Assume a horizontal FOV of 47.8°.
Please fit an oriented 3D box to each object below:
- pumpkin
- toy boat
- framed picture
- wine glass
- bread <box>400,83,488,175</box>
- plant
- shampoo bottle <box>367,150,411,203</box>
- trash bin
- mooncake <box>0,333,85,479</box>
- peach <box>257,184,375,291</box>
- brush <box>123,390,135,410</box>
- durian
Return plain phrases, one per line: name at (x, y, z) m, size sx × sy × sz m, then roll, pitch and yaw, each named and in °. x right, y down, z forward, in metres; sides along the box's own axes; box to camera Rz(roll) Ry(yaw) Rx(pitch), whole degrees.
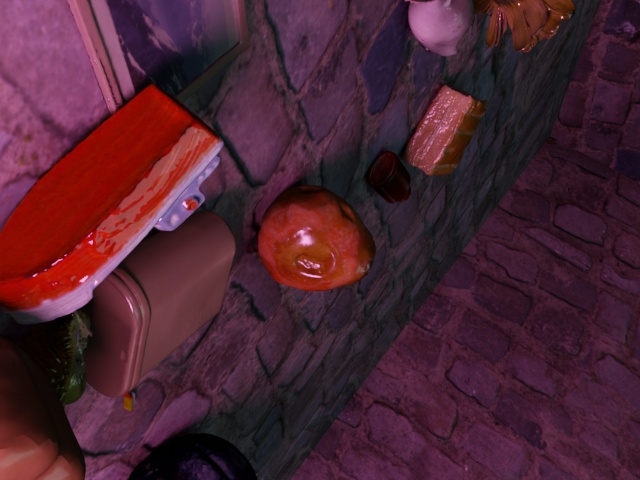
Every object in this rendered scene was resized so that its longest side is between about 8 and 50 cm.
pumpkin at (-0.306, 0.612, 1.638) m, size 0.363 × 0.266 × 0.363 m, roll -45°, pitch 154°, yaw -29°
toy boat at (-0.258, -0.026, 0.875) m, size 0.332 × 0.145 × 0.133 m, roll -45°, pitch 148°, yaw -6°
framed picture at (-0.180, -0.290, 0.843) m, size 0.247 × 0.022 × 0.335 m, roll -47°, pitch 159°, yaw -25°
wine glass at (0.221, -0.460, 1.380) m, size 0.143 × 0.143 × 0.321 m, roll -58°, pitch 162°, yaw 6°
bread at (0.353, -0.301, 1.988) m, size 0.239 × 0.111 × 0.246 m, roll -61°, pitch 161°, yaw 16°
plant at (0.406, -0.571, 1.482) m, size 0.261 × 0.306 × 0.297 m, roll -35°, pitch 131°, yaw 8°
shampoo bottle at (0.188, -0.155, 1.898) m, size 0.102 × 0.064 × 0.260 m, roll -60°, pitch 162°, yaw 0°
trash bin at (-0.257, 0.091, 1.138) m, size 0.247 × 0.121 × 0.243 m, roll -40°, pitch 156°, yaw -48°
mooncake at (-0.436, 0.278, 0.757) m, size 0.378 × 0.201 × 0.378 m, roll -30°, pitch 146°, yaw -24°
peach at (0.000, 0.000, 1.437) m, size 0.214 × 0.235 × 0.214 m, roll -56°, pitch 161°, yaw -31°
brush at (-0.359, 0.290, 1.354) m, size 0.021 × 0.018 × 0.083 m, roll -54°, pitch 164°, yaw -39°
durian at (-0.357, 0.150, 0.969) m, size 0.146 × 0.102 × 0.208 m, roll -100°, pitch -152°, yaw -46°
